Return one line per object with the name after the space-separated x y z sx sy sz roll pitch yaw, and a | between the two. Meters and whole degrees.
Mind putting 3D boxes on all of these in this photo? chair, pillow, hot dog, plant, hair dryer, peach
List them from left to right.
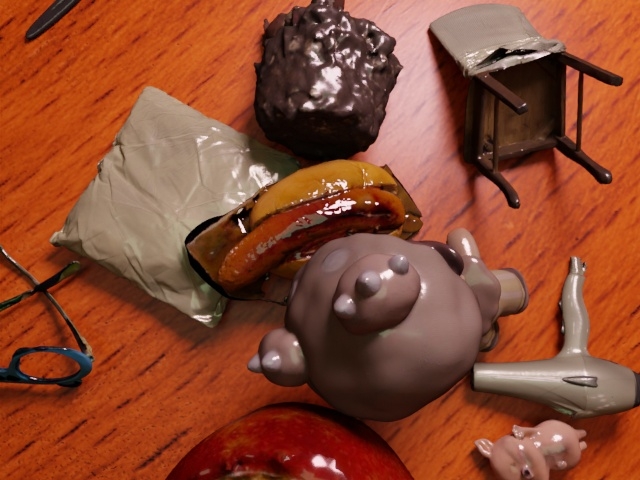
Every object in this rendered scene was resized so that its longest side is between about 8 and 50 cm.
-0.207 -0.055 0.832 0.275 0.076 0.280 28 82 3 | pillow
-0.025 0.389 0.657 0.335 0.310 0.405 -20 89 1 | peach
-0.001 -0.006 0.773 0.326 0.107 0.194 -33 97 -13 | hot dog
0.007 -0.236 0.812 0.178 0.204 0.233 24 64 -36 | plant
0.278 -0.210 0.837 0.160 0.319 0.186 -15 126 -1 | chair
0.312 0.151 0.817 0.219 0.088 0.224 -16 69 1 | hair dryer

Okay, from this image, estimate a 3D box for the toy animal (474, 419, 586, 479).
0.298 0.296 0.791 0.150 0.089 0.083 -17 62 0 | toy animal

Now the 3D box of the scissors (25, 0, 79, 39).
-0.385 -0.396 0.911 0.088 0.017 0.220 44 84 5 | scissors

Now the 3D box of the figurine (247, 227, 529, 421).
0.113 0.095 0.689 0.381 0.248 0.203 -1 63 -44 | figurine

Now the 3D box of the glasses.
-0.429 0.102 0.794 0.239 0.102 0.206 1 82 0 | glasses
